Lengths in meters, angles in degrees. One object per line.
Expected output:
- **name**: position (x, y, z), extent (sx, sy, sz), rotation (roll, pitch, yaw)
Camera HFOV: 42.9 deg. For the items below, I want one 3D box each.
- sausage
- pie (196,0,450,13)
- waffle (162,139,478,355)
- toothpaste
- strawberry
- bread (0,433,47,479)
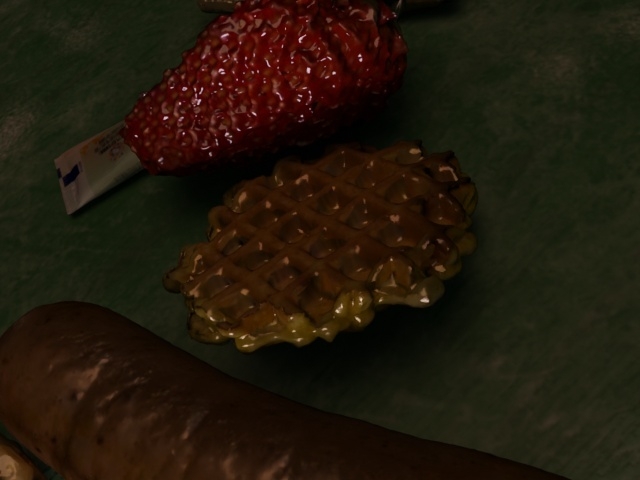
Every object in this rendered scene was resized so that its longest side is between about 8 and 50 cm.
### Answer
- **sausage**: position (-0.025, 0.159, 0.526), extent (0.500, 0.123, 0.136), rotation (15, 81, 27)
- **pie**: position (0.005, -0.282, 0.828), extent (0.282, 0.068, 0.129), rotation (5, 79, 13)
- **waffle**: position (0.000, 0.000, 0.620), extent (0.243, 0.059, 0.238), rotation (-10, 33, 12)
- **toothpaste**: position (-0.120, -0.130, 0.789), extent (0.314, 0.056, 0.058), rotation (-29, 11, 5)
- **strawberry**: position (-0.026, -0.124, 0.690), extent (0.286, 0.188, 0.106), rotation (-32, 70, 9)
- **bread**: position (-0.344, 0.212, 0.612), extent (0.235, 0.099, 0.210), rotation (20, 67, 27)
